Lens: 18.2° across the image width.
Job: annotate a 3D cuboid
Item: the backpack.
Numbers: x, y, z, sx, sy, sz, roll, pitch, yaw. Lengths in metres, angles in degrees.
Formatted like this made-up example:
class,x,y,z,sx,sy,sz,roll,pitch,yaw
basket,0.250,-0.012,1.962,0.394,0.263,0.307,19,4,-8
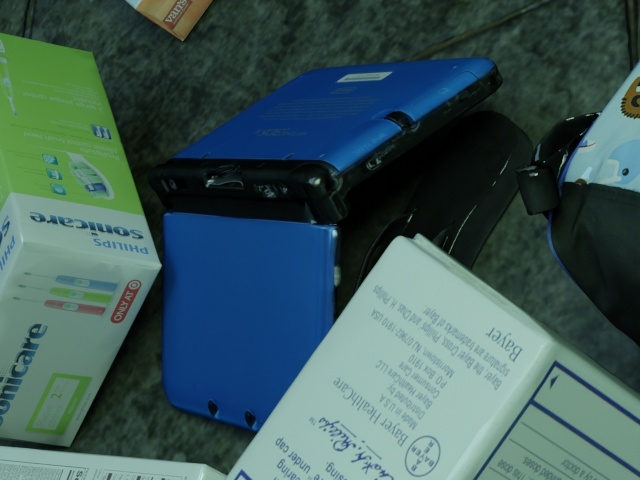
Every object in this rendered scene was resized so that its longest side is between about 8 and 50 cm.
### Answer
class,x,y,z,sx,sy,sz,roll,pitch,yaw
backpack,0.276,-0.044,1.101,0.213,0.276,0.263,7,63,41

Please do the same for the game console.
class,x,y,z,sx,sy,sz,roll,pitch,yaw
game console,0.000,0.000,1.459,0.250,0.173,0.293,-34,17,-21

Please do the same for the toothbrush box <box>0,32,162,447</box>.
class,x,y,z,sx,sy,sz,roll,pitch,yaw
toothbrush box,-0.248,-0.006,1.634,0.206,0.122,0.283,-61,32,31

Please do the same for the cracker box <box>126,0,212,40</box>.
class,x,y,z,sx,sy,sz,roll,pitch,yaw
cracker box,-0.149,-0.297,1.821,0.156,0.067,0.232,-53,39,5

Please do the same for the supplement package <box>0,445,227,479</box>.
class,x,y,z,sx,sy,sz,roll,pitch,yaw
supplement package,-0.128,0.265,1.325,0.262,0.199,0.198,-2,64,44

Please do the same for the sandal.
class,x,y,z,sx,sy,sz,roll,pitch,yaw
sandal,0.062,0.018,1.414,0.097,0.054,0.255,13,74,48

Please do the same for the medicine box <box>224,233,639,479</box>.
class,x,y,z,sx,sy,sz,roll,pitch,yaw
medicine box,0.079,0.191,1.121,0.289,0.263,0.149,-54,40,2
